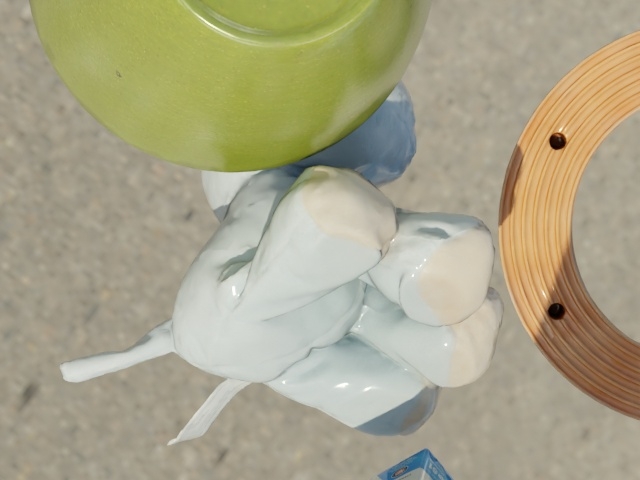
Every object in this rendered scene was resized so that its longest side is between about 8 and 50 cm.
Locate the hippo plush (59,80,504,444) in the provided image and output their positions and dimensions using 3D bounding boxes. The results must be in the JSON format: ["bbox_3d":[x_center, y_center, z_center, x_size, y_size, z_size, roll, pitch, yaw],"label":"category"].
[{"bbox_3d":[0.000,0.000,1.452,0.294,0.236,0.234,-33,128,30],"label":"hippo plush"}]

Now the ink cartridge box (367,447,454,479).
[{"bbox_3d":[0.043,0.206,1.332,0.088,0.052,0.122,-32,-166,23],"label":"ink cartridge box"}]

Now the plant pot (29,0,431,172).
[{"bbox_3d":[-0.044,-0.177,1.190,0.274,0.275,0.293,-57,-173,-2],"label":"plant pot"}]

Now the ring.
[{"bbox_3d":[0.312,-0.013,1.605,0.336,0.337,0.032,-60,-177,4],"label":"ring"}]
